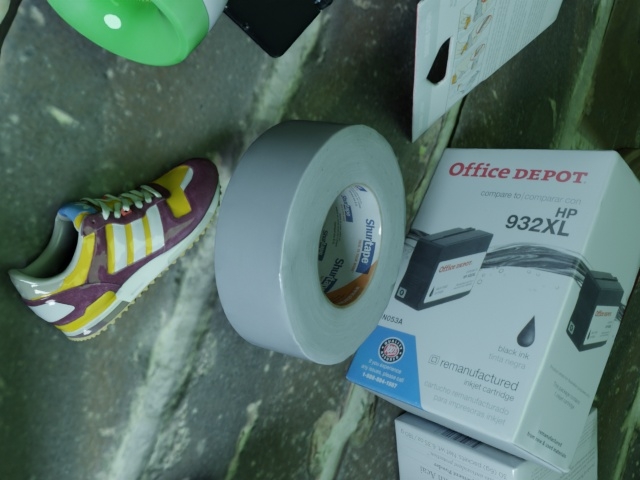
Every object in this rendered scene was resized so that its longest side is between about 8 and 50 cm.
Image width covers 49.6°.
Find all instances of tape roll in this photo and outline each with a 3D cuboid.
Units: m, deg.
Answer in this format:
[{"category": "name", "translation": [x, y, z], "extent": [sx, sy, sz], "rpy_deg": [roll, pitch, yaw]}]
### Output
[{"category": "tape roll", "translation": [0.000, 0.000, 0.643], "extent": [0.219, 0.072, 0.219], "rpy_deg": [-20, 115, -54]}]

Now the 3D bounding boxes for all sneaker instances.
[{"category": "sneaker", "translation": [-0.154, -0.013, 0.545], "extent": [0.185, 0.070, 0.084], "rpy_deg": [-53, 132, -23]}]

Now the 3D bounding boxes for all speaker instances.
[{"category": "speaker", "translation": [-0.088, -0.280, 0.506], "extent": [0.131, 0.131, 0.296], "rpy_deg": [36, 66, -39]}]

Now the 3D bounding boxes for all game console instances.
[{"category": "game console", "translation": [-0.051, -0.253, 0.635], "extent": [0.122, 0.071, 0.107], "rpy_deg": [37, 43, -39]}]

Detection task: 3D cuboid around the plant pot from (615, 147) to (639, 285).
[{"category": "plant pot", "translation": [0.537, -0.031, 1.122], "extent": [0.237, 0.110, 0.237], "rpy_deg": [-8, 102, -41]}]

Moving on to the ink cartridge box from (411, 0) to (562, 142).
[{"category": "ink cartridge box", "translation": [0.164, -0.245, 0.697], "extent": [0.239, 0.060, 0.275], "rpy_deg": [-40, 163, -6]}]

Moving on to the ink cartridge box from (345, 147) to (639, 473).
[{"category": "ink cartridge box", "translation": [0.197, 0.058, 0.761], "extent": [0.129, 0.223, 0.307], "rpy_deg": [35, 74, -38]}]

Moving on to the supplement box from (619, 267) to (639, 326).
[{"category": "supplement box", "translation": [0.328, 0.014, 0.932], "extent": [0.191, 0.129, 0.194], "rpy_deg": [40, 71, -38]}]

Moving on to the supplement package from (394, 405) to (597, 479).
[{"category": "supplement package", "translation": [0.222, 0.345, 0.861], "extent": [0.175, 0.178, 0.292], "rpy_deg": [-18, 108, -39]}]
